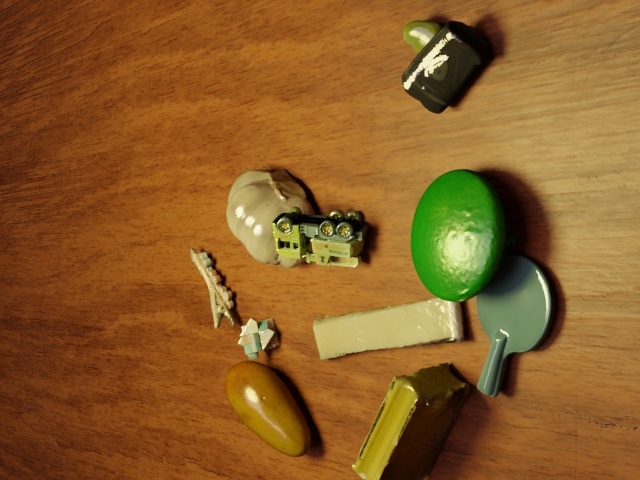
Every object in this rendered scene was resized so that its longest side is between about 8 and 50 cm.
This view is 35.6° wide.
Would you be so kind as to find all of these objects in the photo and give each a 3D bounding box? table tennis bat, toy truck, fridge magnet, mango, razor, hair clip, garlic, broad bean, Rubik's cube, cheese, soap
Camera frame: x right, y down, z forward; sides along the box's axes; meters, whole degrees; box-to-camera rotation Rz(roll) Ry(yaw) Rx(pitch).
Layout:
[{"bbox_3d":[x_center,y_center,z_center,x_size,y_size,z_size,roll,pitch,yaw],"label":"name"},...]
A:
[{"bbox_3d":[0.290,0.134,1.543,0.149,0.038,0.237,32,117,46],"label":"table tennis bat"},{"bbox_3d":[0.000,0.000,1.810,0.169,0.077,0.100,4,111,15],"label":"toy truck"},{"bbox_3d":[0.216,-0.008,1.551,0.208,0.088,0.207,-8,81,56],"label":"fridge magnet"},{"bbox_3d":[-0.107,0.338,2.021,0.253,0.113,0.138,44,148,32],"label":"mango"},{"bbox_3d":[0.194,-0.272,1.554,0.090,0.054,0.148,38,134,-2],"label":"razor"},{"bbox_3d":[-0.233,0.100,2.198,0.062,0.056,0.213,107,147,-52],"label":"hair clip"},{"bbox_3d":[-0.110,-0.036,1.941,0.229,0.143,0.178,36,123,32],"label":"garlic"},{"bbox_3d":[0.171,-0.324,1.601,0.083,0.045,0.063,42,130,30],"label":"broad bean"},{"bbox_3d":[-0.132,0.200,2.064,0.084,0.073,0.075,-47,61,48],"label":"Rubik's cube"},{"bbox_3d":[0.111,0.158,1.779,0.400,0.034,0.085,-17,79,52],"label":"cheese"},{"bbox_3d":[0.152,0.319,1.672,0.076,0.135,0.233,49,131,36],"label":"soap"}]
